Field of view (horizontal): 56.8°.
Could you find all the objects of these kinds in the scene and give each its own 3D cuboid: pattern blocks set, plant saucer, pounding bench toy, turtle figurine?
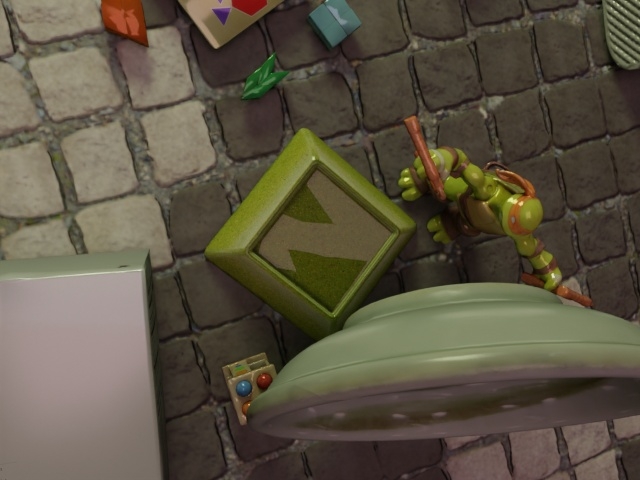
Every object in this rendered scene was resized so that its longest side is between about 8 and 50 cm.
[{"bbox_3d":[-0.114,-0.314,0.627,0.285,0.026,0.325,-31,101,-11],"label":"pattern blocks set"},{"bbox_3d":[0.000,0.000,0.668,0.188,0.045,0.188,39,83,-14],"label":"plant saucer"},{"bbox_3d":[0.130,0.121,0.565,0.400,0.400,0.101,5,65,-15],"label":"plant saucer"},{"bbox_3d":[-0.069,0.176,0.650,0.052,0.065,0.083,-17,98,-14],"label":"pounding bench toy"},{"bbox_3d":[0.160,-0.044,0.616,0.269,0.217,0.087,38,88,-18],"label":"turtle figurine"}]

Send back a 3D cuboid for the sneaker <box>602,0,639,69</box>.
[{"bbox_3d":[0.435,-0.368,0.742,0.160,0.102,0.282,-15,108,-17],"label":"sneaker"}]

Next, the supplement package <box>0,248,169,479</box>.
[{"bbox_3d":[-0.244,0.151,0.532,0.199,0.198,0.263,-4,95,-14],"label":"supplement package"}]
